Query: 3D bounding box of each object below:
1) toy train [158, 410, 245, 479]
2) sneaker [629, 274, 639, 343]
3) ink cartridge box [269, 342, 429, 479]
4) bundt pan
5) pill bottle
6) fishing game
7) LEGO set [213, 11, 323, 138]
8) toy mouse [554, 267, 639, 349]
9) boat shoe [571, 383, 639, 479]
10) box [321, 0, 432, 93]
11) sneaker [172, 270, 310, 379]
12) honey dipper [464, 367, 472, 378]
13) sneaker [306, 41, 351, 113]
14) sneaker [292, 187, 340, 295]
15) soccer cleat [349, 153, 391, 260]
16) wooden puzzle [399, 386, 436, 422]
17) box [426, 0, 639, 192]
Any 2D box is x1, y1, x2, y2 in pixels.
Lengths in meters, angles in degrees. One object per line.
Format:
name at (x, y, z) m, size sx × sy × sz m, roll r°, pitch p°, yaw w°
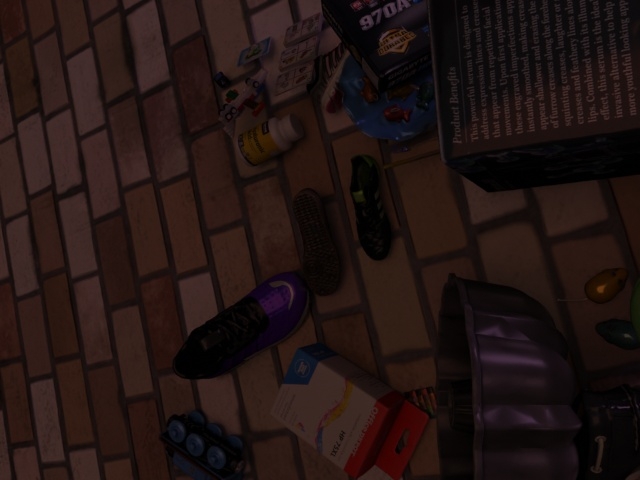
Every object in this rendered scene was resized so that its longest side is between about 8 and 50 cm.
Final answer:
toy train at (-0.224, 0.402, 1.051) m, size 0.184 × 0.080 × 0.105 m, roll 22°, pitch 104°, yaw 25°
sneaker at (0.515, 0.207, 0.631) m, size 0.185 × 0.202 × 0.482 m, roll -22°, pitch 97°, yaw 32°
ink cartridge box at (0.044, 0.286, 0.914) m, size 0.231 × 0.078 × 0.134 m, roll 28°, pitch 101°, yaw 27°
bundt pan at (0.221, 0.204, 0.684) m, size 0.124 × 0.331 × 0.330 m, roll 0°, pitch 88°, yaw 6°
pill bottle at (-0.091, -0.184, 1.008) m, size 0.116 × 0.065 × 0.065 m, roll -22°, pitch 79°, yaw 24°
fishing game at (0.120, -0.251, 0.881) m, size 0.189 × 0.041 × 0.264 m, roll -12°, pitch 86°, yaw 1°
LEGO set at (-0.099, -0.296, 1.014) m, size 0.244 × 0.060 × 0.182 m, roll -14°, pitch 52°, yaw 28°
toy mouse at (0.432, 0.099, 0.755) m, size 0.161 × 0.031 × 0.143 m, roll -38°, pitch 73°, yaw 20°
boat shoe at (0.328, 0.265, 0.680) m, size 0.091 × 0.114 × 0.302 m, roll -1°, pitch 132°, yaw 6°
box at (0.138, -0.350, 0.856) m, size 0.220 × 0.051 × 0.175 m, roll -29°, pitch 73°, yaw -6°
sneaker at (-0.148, 0.163, 0.980) m, size 0.293 × 0.146 × 0.102 m, roll -41°, pitch 72°, yaw 20°
honey dipper at (0.276, 0.201, 0.835) m, size 0.161 × 0.030 × 0.030 m, roll -5°, pitch 86°, yaw 23°
sneaker at (0.029, -0.309, 0.953) m, size 0.075 × 0.063 × 0.170 m, roll 32°, pitch 104°, yaw 23°
sneaker at (0.000, 0.000, 0.963) m, size 0.066 × 0.071 × 0.188 m, roll -7°, pitch 103°, yaw 13°
soccer cleat at (0.075, -0.055, 0.916) m, size 0.060 × 0.072 × 0.178 m, roll -10°, pitch 84°, yaw 26°
wooden puzzle at (0.165, 0.265, 0.898) m, size 0.083 × 0.006 × 0.049 m, roll -20°, pitch 79°, yaw 25°
box at (0.359, -0.197, 0.656) m, size 0.396 × 0.293 × 0.212 m, roll -5°, pitch 86°, yaw 27°
